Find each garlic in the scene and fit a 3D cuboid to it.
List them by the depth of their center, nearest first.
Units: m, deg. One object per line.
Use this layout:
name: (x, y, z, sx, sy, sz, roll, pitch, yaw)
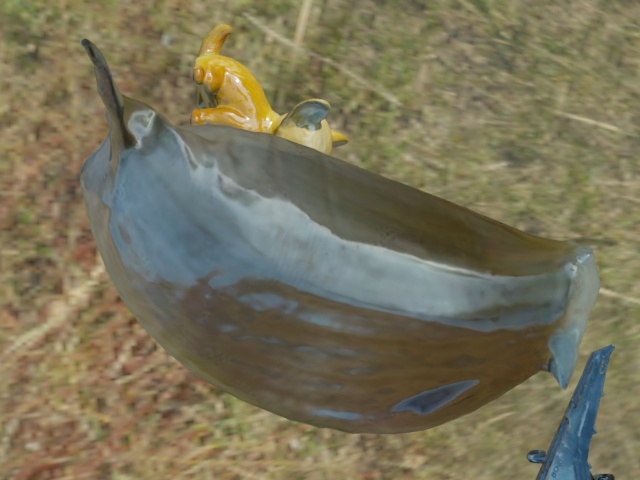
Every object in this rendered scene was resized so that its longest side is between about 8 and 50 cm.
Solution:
garlic: (-0.012, -0.001, 0.631, 0.128, 0.198, 0.090, -38, 26, 57)

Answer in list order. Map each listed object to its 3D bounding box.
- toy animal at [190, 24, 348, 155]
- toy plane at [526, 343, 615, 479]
toy animal: (-0.026, -0.069, 0.951, 0.083, 0.060, 0.081, 6, 72, 2)
toy plane: (0.169, 0.181, 1.185, 0.226, 0.058, 0.226, -6, 90, 56)
